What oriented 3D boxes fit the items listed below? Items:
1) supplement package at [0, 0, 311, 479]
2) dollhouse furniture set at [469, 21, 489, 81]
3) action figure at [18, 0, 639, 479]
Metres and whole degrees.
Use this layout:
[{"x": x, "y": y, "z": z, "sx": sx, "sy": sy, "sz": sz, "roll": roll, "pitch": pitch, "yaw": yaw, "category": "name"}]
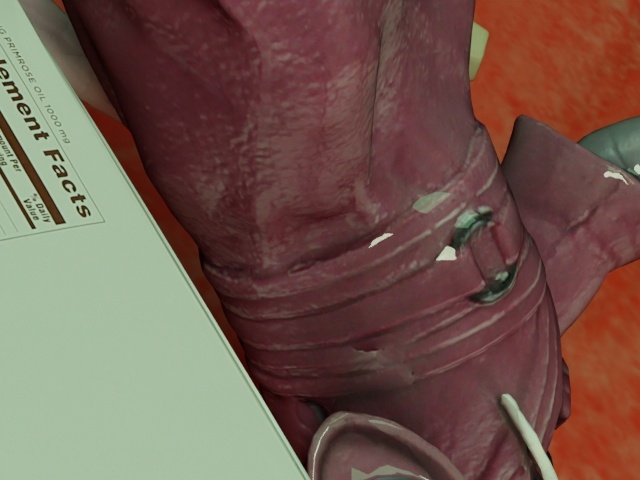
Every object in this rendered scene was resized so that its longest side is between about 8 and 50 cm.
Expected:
[{"x": -0.149, "y": 0.071, "z": 0.408, "sx": 0.203, "sy": 0.194, "sz": 0.149, "roll": -14, "pitch": 63, "yaw": -43, "category": "supplement package"}, {"x": 0.003, "y": -0.027, "z": 0.711, "sx": 0.081, "sy": 0.091, "sz": 0.114, "roll": 19, "pitch": 45, "yaw": 0, "category": "dollhouse furniture set"}, {"x": 0.000, "y": 0.000, "z": 0.583, "sx": 0.248, "sy": 0.276, "sz": 0.370, "roll": -46, "pitch": 122, "yaw": -50, "category": "action figure"}]
